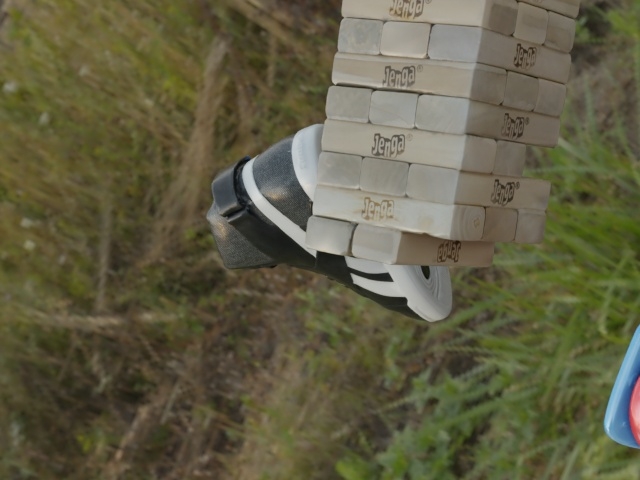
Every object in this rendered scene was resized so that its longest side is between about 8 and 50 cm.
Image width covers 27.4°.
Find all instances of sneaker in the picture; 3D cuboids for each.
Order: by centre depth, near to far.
[{"bbox_3d":[0.000,0.000,0.940,0.121,0.217,0.079,-17,50,25],"label":"sneaker"}]

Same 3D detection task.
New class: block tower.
[{"bbox_3d":[0.077,-0.154,0.668,0.091,0.097,0.335,11,96,39],"label":"block tower"}]

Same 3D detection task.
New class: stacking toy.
[{"bbox_3d":[0.451,0.211,1.390,0.302,0.175,0.165,-134,56,-64],"label":"stacking toy"}]
